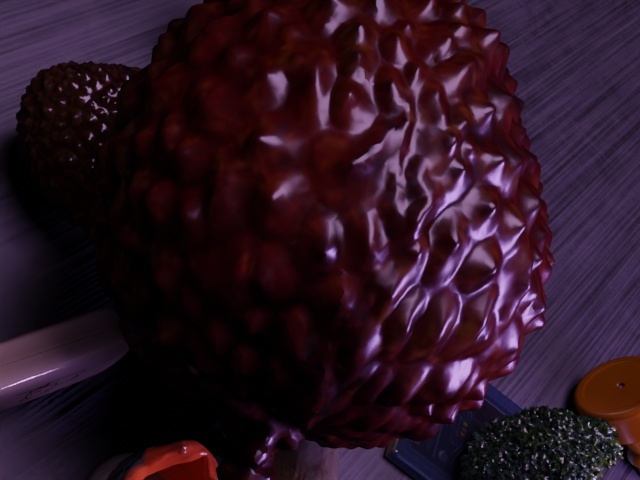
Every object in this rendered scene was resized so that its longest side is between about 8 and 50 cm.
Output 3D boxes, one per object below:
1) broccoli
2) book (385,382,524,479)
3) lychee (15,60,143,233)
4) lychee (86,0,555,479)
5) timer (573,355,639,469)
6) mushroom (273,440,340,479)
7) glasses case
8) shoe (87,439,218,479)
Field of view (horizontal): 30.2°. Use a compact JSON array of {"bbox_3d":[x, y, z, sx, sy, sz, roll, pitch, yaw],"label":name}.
[{"bbox_3d":[0.265,0.296,1.349,0.194,0.194,0.220,40,19,-13],"label":"broccoli"},{"bbox_3d":[0.204,0.261,1.440,0.269,0.025,0.191,39,42,-14],"label":"book"},{"bbox_3d":[-0.215,-0.087,1.210,0.188,0.188,0.188,24,46,-28],"label":"lychee"},{"bbox_3d":[0.000,0.000,1.026,0.424,0.424,0.500,18,82,-33],"label":"lychee"},{"bbox_3d":[0.428,0.254,1.606,0.152,0.132,0.132,64,34,-23],"label":"timer"},{"bbox_3d":[-0.019,0.192,1.196,0.123,0.095,0.351,56,24,-22],"label":"mushroom"},{"bbox_3d":[-0.260,0.113,1.073,0.196,0.083,0.050,-19,74,-47],"label":"glasses case"},{"bbox_3d":[-0.163,0.288,0.961,0.132,0.171,0.336,42,40,-11],"label":"shoe"}]
